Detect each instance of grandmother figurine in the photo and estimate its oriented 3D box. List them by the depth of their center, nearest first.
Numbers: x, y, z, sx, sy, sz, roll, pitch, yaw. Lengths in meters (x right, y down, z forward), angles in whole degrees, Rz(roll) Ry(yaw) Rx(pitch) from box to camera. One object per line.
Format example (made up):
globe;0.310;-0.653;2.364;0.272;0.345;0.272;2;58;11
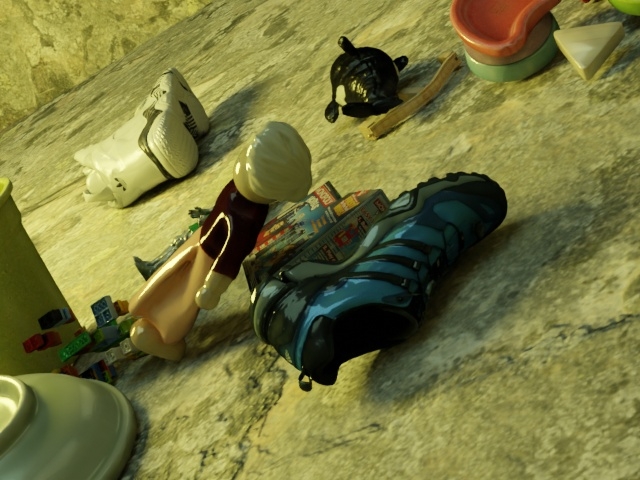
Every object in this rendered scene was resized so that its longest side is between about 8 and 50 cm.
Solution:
grandmother figurine;-0.117;-0.001;1.639;0.342;0.104;0.208;-54;26;34

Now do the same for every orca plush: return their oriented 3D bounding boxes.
orca plush;0.043;-0.247;2.070;0.151;0.102;0.287;-32;17;18

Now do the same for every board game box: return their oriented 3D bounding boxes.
board game box;0.000;0.000;1.694;0.194;0.060;0.194;-33;19;3

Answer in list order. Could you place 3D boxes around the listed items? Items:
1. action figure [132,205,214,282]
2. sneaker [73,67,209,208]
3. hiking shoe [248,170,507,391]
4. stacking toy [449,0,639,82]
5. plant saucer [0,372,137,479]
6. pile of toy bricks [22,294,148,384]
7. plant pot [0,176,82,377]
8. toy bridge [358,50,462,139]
action figure;-0.160;-0.016;2.003;0.232;0.063;0.137;-33;16;-5
sneaker;-0.328;-0.185;2.546;0.210;0.137;0.366;-27;24;13
hiking shoe;0.082;0.046;1.434;0.304;0.113;0.132;-33;49;-12
stacking toy;0.348;-0.299;1.832;0.309;0.130;0.279;-42;46;-12
plant saucer;-0.411;0.256;1.603;0.400;0.100;0.400;-20;25;10
pile of toy bricks;-0.283;0.131;1.818;0.212;0.118;0.105;-32;-15;36
plant pot;-0.472;0.095;1.955;0.276;0.254;0.276;-30;19;12
toy bridge;0.135;-0.207;2.007;0.188;0.026;0.063;-43;21;-17
